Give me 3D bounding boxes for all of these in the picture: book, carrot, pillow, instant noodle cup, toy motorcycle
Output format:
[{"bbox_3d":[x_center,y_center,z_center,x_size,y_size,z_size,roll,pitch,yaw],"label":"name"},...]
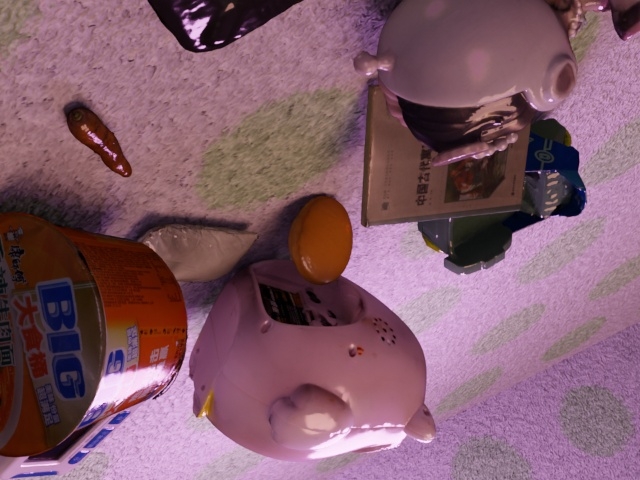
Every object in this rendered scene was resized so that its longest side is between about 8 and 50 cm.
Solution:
[{"bbox_3d":[0.190,-0.131,1.442,0.283,0.025,0.215,-8,112,-25],"label":"book"},{"bbox_3d":[-0.253,-0.112,1.143,0.036,0.035,0.165,-32,158,0],"label":"carrot"},{"bbox_3d":[-0.196,0.024,1.443,0.128,0.051,0.229,-42,156,26],"label":"pillow"},{"bbox_3d":[-0.312,0.109,1.214,0.296,0.296,0.214,-42,161,21],"label":"instant noodle cup"},{"bbox_3d":[0.326,-0.090,1.646,0.326,0.200,0.191,-28,139,-19],"label":"toy motorcycle"}]

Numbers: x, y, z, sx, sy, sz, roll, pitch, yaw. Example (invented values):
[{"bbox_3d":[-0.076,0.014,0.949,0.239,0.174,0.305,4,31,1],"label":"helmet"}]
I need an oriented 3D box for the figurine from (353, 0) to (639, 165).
[{"bbox_3d":[0.224,-0.267,1.212,0.361,0.253,0.211,-42,111,4],"label":"figurine"}]

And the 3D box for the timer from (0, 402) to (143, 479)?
[{"bbox_3d":[-0.434,0.309,1.670,0.253,0.078,0.178,-42,152,19],"label":"timer"}]

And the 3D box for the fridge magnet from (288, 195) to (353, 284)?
[{"bbox_3d":[0.000,0.000,1.559,0.063,0.143,0.143,3,-177,42],"label":"fridge magnet"}]

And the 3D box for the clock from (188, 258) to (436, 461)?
[{"bbox_3d":[0.001,0.193,1.605,0.377,0.368,0.250,16,113,-20],"label":"clock"}]

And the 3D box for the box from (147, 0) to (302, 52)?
[{"bbox_3d":[-0.056,-0.325,0.920,0.290,0.073,0.289,-32,156,0],"label":"box"}]
